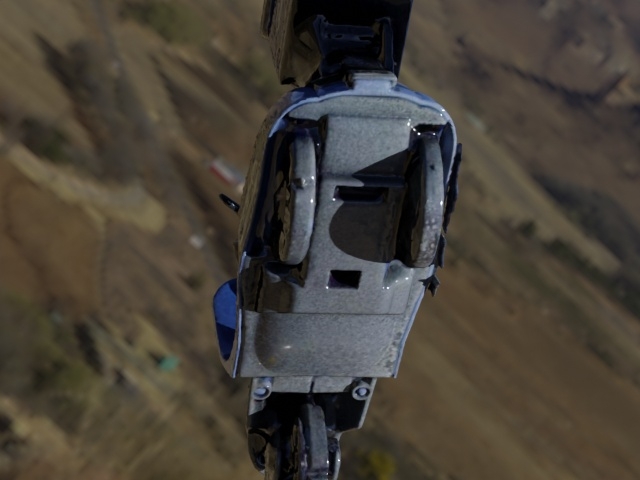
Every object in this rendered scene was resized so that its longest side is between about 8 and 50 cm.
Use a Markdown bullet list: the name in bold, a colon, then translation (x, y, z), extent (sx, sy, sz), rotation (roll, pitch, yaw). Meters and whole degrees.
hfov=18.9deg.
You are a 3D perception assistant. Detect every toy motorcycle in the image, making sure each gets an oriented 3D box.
- **toy motorcycle**: translation (0.000, 0.000, 1.226), extent (0.125, 0.358, 0.212), rotation (2, 38, -12)
